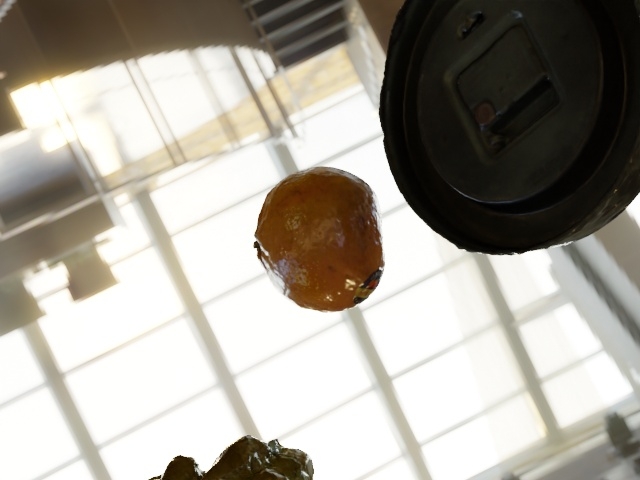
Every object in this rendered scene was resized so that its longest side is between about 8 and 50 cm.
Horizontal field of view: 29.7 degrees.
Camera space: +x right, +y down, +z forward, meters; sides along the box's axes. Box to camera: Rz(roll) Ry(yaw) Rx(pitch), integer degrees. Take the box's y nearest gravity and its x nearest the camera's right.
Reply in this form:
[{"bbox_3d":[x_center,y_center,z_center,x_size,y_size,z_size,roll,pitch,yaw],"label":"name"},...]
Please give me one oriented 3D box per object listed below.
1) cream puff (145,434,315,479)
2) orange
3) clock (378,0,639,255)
[{"bbox_3d":[-0.113,0.311,1.306,0.221,0.195,0.194,-33,177,21],"label":"cream puff"},{"bbox_3d":[0.003,0.000,1.433,0.155,0.178,0.177,2,-172,15],"label":"orange"},{"bbox_3d":[0.194,-0.145,1.177,0.067,0.325,0.325,2,159,-44],"label":"clock"}]
